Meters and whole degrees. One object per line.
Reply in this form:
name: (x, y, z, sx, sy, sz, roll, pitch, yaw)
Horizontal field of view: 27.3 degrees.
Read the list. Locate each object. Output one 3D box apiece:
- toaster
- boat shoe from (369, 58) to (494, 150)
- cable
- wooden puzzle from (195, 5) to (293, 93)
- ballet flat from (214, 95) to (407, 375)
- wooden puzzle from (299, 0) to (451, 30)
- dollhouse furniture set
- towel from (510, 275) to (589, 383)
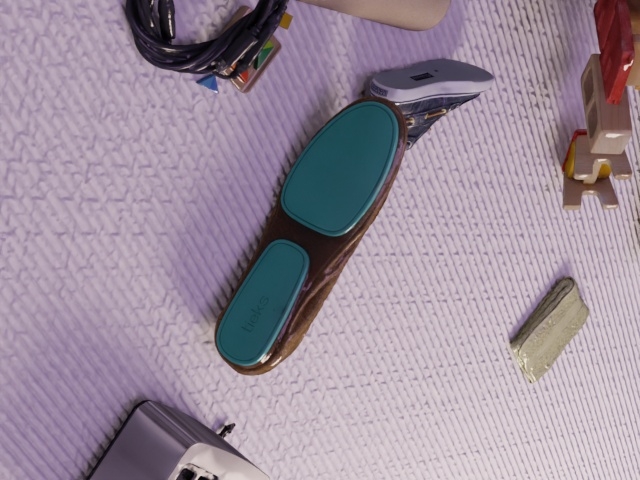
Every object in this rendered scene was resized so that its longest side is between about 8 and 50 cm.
toaster: (-0.162, 0.276, 1.456, 0.186, 0.110, 0.168, -56, 140, -5)
boat shoe: (0.122, -0.158, 1.542, 0.183, 0.065, 0.083, -13, 129, -38)
cable: (-0.098, -0.239, 1.254, 0.150, 0.047, 0.184, 20, 121, -34)
wooden puzzle: (-0.075, -0.195, 1.352, 0.078, 0.014, 0.116, 33, 87, -49)
ballet flat: (0.000, 0.000, 1.478, 0.342, 0.116, 0.124, -63, 159, 3)
wooden puzzle: (0.079, -0.396, 1.344, 0.322, 0.080, 0.348, 5, 108, -47)
dollhouse furniture set: (0.432, -0.192, 1.669, 0.374, 0.201, 0.152, 93, -3, -62)
towel: (0.340, 0.133, 1.944, 0.148, 0.027, 0.110, -50, 139, -13)
